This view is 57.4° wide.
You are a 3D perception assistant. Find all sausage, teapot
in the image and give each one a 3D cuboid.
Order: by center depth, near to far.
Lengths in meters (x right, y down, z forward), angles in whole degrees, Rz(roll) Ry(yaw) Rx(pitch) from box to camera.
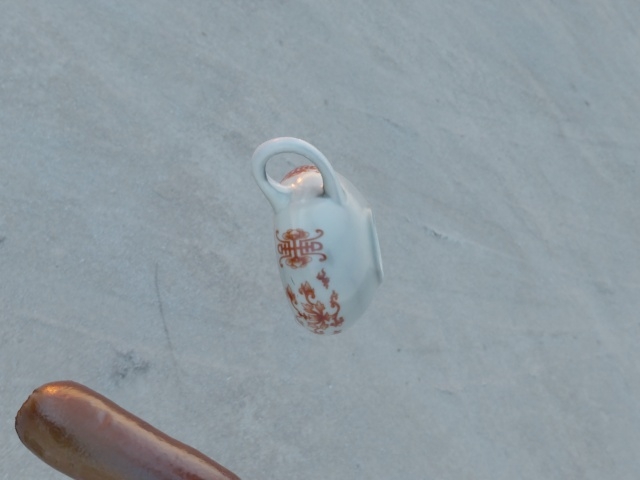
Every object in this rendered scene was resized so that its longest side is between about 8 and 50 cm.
[{"bbox_3d":[0.000,0.000,0.546,0.159,0.116,0.246,-73,154,-44],"label":"teapot"},{"bbox_3d":[-0.215,0.256,0.673,0.300,0.083,0.089,26,23,5],"label":"sausage"}]
